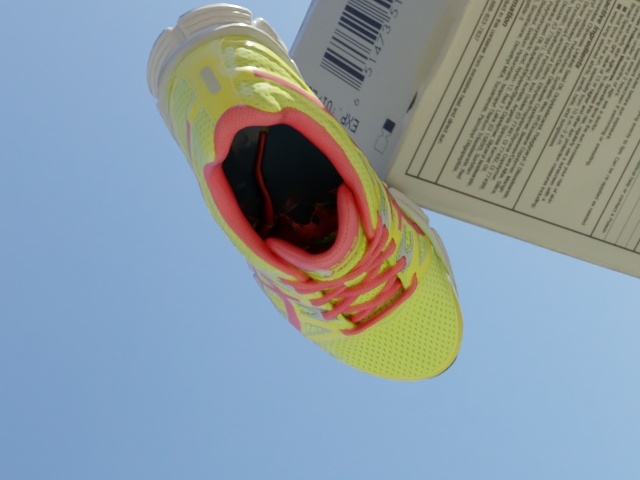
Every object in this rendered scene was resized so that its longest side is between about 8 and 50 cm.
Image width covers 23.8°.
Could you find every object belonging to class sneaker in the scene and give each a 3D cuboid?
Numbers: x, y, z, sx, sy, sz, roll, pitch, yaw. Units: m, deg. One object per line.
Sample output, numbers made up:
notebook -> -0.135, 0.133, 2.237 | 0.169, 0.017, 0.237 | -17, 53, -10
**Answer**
sneaker -> 0.000, 0.000, 0.650 | 0.081, 0.094, 0.208 | -38, -59, 5

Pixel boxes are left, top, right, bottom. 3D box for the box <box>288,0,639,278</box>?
box -> 0.116, -0.084, 0.803 | 0.232, 0.127, 0.149 | 17, -76, -36
